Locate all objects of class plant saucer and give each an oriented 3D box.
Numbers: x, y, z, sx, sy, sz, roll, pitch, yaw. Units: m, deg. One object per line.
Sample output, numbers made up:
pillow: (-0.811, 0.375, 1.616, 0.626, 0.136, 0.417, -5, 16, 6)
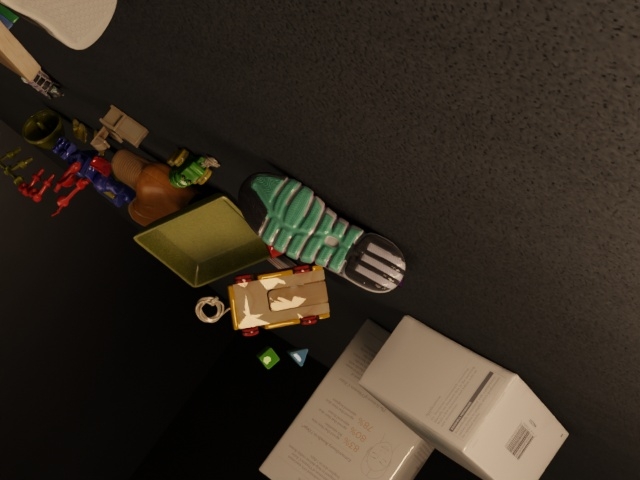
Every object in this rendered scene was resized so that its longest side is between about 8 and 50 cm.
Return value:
plant saucer: (-0.194, -0.008, 1.658, 0.188, 0.188, 0.045, 46, -151, -47)

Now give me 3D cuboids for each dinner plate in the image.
dinner plate: (-0.059, 0.053, 1.818, 0.141, 0.017, 0.141, 35, 170, 7)

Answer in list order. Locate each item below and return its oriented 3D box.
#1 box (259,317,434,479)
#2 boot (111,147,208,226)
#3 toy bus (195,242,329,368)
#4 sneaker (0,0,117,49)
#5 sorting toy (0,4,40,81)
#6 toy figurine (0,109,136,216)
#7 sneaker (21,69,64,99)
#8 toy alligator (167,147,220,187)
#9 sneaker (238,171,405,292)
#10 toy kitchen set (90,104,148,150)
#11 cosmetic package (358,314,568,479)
box: (0.087, 0.358, 1.778, 0.215, 0.345, 0.168, 33, 170, 23)
boot: (-0.265, -0.049, 1.797, 0.211, 0.104, 0.295, 33, 166, 23)
toy bus: (-0.086, 0.097, 1.591, 0.202, 0.191, 0.104, 38, 171, -13)
sneaker: (-0.279, -0.258, 0.790, 0.147, 0.104, 0.296, 30, 174, 7)
sorting toy: (-0.450, -0.332, 1.106, 0.255, 0.089, 0.257, 33, 170, 16)
toy figurine: (-0.508, -0.130, 2.061, 0.362, 0.191, 0.217, 28, 173, 47)
sneaker: (-0.482, -0.275, 1.685, 0.069, 0.038, 0.098, 34, 180, 4)
toy alligator: (-0.198, -0.103, 1.442, 0.056, 0.051, 0.189, 39, 170, -20)
sneaker: (0.000, 0.000, 1.150, 0.223, 0.083, 0.098, 33, 175, 13)
toy kitchen set: (-0.322, -0.161, 1.553, 0.075, 0.068, 0.083, 35, 171, 10)
cosmetic package: (0.216, 0.255, 1.452, 0.224, 0.138, 0.224, 29, 168, 46)
